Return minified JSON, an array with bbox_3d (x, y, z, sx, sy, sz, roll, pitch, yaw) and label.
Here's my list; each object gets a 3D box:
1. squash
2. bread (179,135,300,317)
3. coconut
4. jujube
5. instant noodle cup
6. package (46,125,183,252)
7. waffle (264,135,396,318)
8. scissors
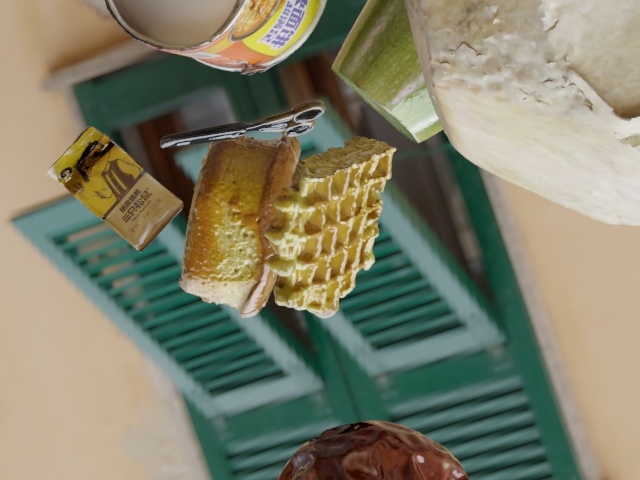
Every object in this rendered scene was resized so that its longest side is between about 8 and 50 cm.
[{"bbox_3d":[0.097,-0.182,1.761,0.123,0.170,0.170,-49,-177,0],"label":"squash"},{"bbox_3d":[-0.110,-0.030,2.395,0.146,0.268,0.268,14,-178,-2],"label":"bread"},{"bbox_3d":[0.236,-0.177,1.287,0.353,0.352,0.352,-19,-177,1],"label":"coconut"},{"bbox_3d":[0.003,0.317,1.728,0.342,0.216,0.216,-44,168,35],"label":"jujube"},{"bbox_3d":[-0.113,-0.270,1.708,0.213,0.213,0.174,-18,-178,20],"label":"instant noodle cup"},{"bbox_3d":[-0.207,-0.053,1.734,0.071,0.131,0.047,-50,-167,2],"label":"package"},{"bbox_3d":[0.001,0.000,2.069,0.057,0.219,0.229,21,-155,25],"label":"waffle"},{"bbox_3d":[-0.101,-0.142,2.186,0.220,0.017,0.088,-11,164,-22],"label":"scissors"}]
